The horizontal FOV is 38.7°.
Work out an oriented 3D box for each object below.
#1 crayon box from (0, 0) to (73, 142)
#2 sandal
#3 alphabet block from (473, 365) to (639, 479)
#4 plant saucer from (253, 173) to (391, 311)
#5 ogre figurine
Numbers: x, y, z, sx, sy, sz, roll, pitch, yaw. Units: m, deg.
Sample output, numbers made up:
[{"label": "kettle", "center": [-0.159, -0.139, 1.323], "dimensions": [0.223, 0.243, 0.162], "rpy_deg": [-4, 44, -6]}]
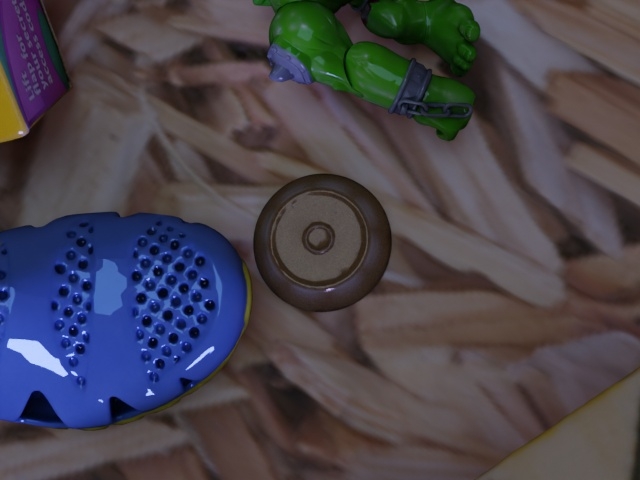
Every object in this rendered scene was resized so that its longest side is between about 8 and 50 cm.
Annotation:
[{"label": "crayon box", "center": [-0.348, -0.201, 0.475], "dimensions": [0.312, 0.106, 0.363], "rpy_deg": [-13, 114, 6]}, {"label": "sandal", "center": [-0.195, 0.047, 0.494], "dimensions": [0.317, 0.138, 0.126], "rpy_deg": [-9, 79, 4]}, {"label": "alphabet block", "center": [0.158, 0.188, 0.361], "dimensions": [0.192, 0.193, 0.197], "rpy_deg": [-33, 46, 1]}, {"label": "plant saucer", "center": [0.000, 0.000, 0.535], "dimensions": [0.083, 0.015, 0.084], "rpy_deg": [-1, 81, 7]}, {"label": "ogre figurine", "center": [0.023, -0.154, 0.520], "dimensions": [0.118, 0.097, 0.197], "rpy_deg": [-3, 96, -11]}]
